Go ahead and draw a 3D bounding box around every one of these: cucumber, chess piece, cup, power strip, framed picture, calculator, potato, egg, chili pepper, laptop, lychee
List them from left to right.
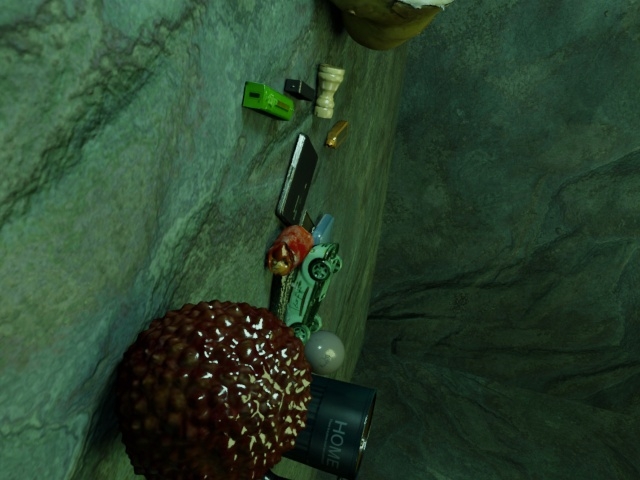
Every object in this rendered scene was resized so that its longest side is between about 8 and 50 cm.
[{"bbox_3d":[-0.145,0.209,0.709,0.264,0.300,0.264,32,43,-35],"label":"lychee"},{"bbox_3d":[-0.105,0.165,1.298,0.044,0.043,0.256,-17,120,-70],"label":"cucumber"},{"bbox_3d":[-0.062,0.008,1.249,0.086,0.084,0.192,-46,-177,32],"label":"chili pepper"},{"bbox_3d":[-0.053,-0.138,1.263,0.154,0.026,0.207,55,49,-74],"label":"laptop"},{"bbox_3d":[-0.043,-0.317,1.109,0.111,0.038,0.029,-22,122,-76],"label":"power strip"},{"bbox_3d":[-0.044,-0.016,1.462,0.149,0.011,0.109,61,42,-71],"label":"framed picture"},{"bbox_3d":[-0.019,0.515,1.444,0.242,0.292,0.307,-51,152,-63],"label":"cup"},{"bbox_3d":[0.000,0.000,1.574,0.210,0.039,0.121,-60,161,-63],"label":"calculator"},{"bbox_3d":[0.005,0.369,1.739,0.198,0.147,0.146,55,48,-62],"label":"egg"},{"bbox_3d":[0.017,-0.363,1.282,0.066,0.066,0.122,-52,157,-62],"label":"chess piece"},{"bbox_3d":[0.047,-0.306,1.533,0.178,0.028,0.049,-59,158,-56],"label":"power strip"},{"bbox_3d":[0.135,-0.560,1.248,0.397,0.290,0.296,-44,179,-34],"label":"potato"}]

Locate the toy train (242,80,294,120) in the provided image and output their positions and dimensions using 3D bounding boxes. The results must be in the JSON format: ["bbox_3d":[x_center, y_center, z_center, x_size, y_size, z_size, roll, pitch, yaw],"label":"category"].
[{"bbox_3d":[-0.084,-0.252,0.979,0.209,0.042,0.044,-22,124,-75],"label":"toy train"}]

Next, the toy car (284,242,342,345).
[{"bbox_3d":[-0.041,0.138,1.368,0.136,0.125,0.305,-23,134,-73],"label":"toy car"}]
